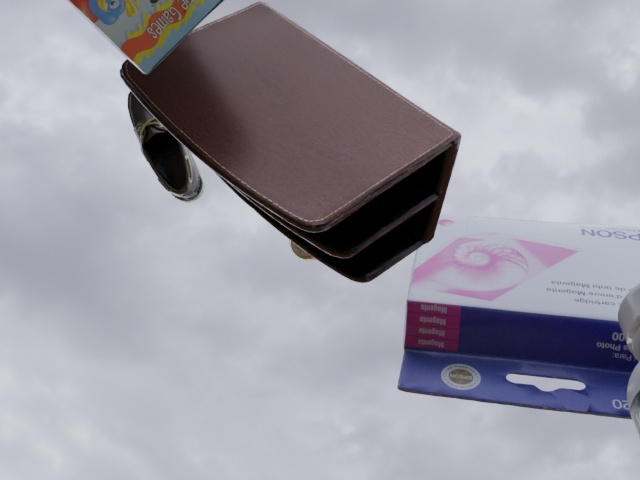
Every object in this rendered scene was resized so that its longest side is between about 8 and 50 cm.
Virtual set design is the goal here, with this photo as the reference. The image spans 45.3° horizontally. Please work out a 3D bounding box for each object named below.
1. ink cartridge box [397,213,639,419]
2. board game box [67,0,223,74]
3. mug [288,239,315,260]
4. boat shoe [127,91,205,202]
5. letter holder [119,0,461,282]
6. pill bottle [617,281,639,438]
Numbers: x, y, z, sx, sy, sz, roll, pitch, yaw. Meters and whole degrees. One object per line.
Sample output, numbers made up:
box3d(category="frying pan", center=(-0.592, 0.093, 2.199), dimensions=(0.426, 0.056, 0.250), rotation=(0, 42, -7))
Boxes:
box3d(category="ink cartridge box", center=(0.270, 0.072, 0.926), dimensions=(0.324, 0.330, 0.071), rotation=(5, -62, 10))
box3d(category="board game box", center=(-0.210, -0.308, 0.748), dimensions=(0.144, 0.275, 0.142), rotation=(-43, -43, 3))
box3d(category="mug", center=(-0.002, -0.004, 0.950), dimensions=(0.078, 0.064, 0.062), rotation=(17, -59, 16))
box3d(category="boat shoe", center=(-0.272, -0.173, 1.321), dimensions=(0.081, 0.068, 0.228), rotation=(-31, -99, 3))
box3d(category="letter holder", center=(-0.046, -0.089, 0.808), dimensions=(0.302, 0.214, 0.152), rotation=(40, -35, 26))
box3d(category="pill bottle", center=(0.378, 0.181, 0.647), dimensions=(0.188, 0.334, 0.188), rotation=(-4, -41, -4))
